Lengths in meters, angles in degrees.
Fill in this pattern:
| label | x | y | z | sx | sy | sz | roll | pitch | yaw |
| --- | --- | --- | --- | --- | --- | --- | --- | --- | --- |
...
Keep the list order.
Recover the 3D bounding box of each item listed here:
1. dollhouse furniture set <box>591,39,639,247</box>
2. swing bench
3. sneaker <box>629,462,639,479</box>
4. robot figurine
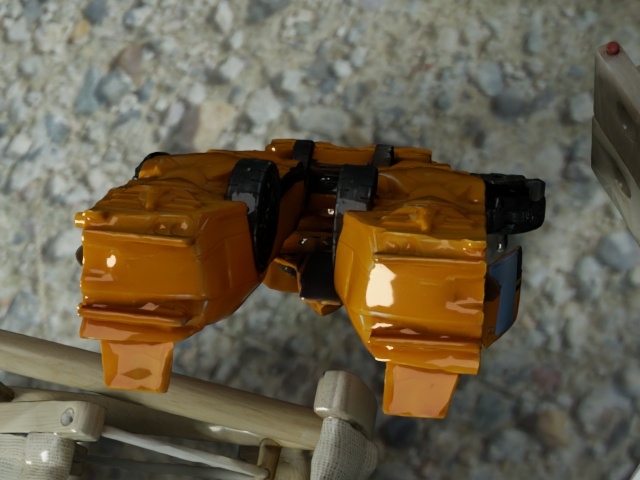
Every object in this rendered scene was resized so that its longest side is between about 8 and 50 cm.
| label | x | y | z | sx | sy | sz | roll | pitch | yaw |
| --- | --- | --- | --- | --- | --- | --- | --- | --- | --- |
| dollhouse furniture set | 0.231 | -0.019 | 0.549 | 0.129 | 0.129 | 0.184 | -25 | 64 | 1 |
| swing bench | -0.112 | 0.183 | 0.526 | 0.254 | 0.165 | 0.253 | 9 | 69 | 10 |
| sneaker | 0.180 | 0.189 | 0.491 | 0.169 | 0.108 | 0.293 | 29 | 86 | 21 |
| robot figurine | 0.000 | 0.000 | 0.530 | 0.211 | 0.291 | 0.085 | 5 | 98 | 7 |
